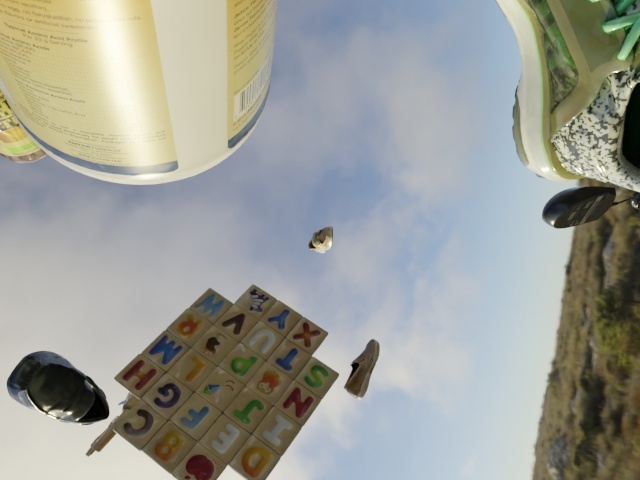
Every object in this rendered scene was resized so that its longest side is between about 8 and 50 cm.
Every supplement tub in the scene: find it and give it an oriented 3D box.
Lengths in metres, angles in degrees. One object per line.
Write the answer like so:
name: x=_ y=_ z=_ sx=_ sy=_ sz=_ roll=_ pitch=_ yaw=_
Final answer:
supplement tub: x=-0.138 y=-0.203 z=0.365 sx=0.316 sy=0.228 sz=0.228 roll=113 pitch=178 yaw=-65

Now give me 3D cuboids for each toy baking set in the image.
toy baking set: x=-0.403 y=0.342 z=1.130 sx=0.030 sy=0.197 sz=0.256 roll=46 pitch=-145 yaw=-8

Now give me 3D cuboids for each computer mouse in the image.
computer mouse: x=0.421 y=-0.066 z=0.778 sx=0.071 sy=0.242 sz=0.041 roll=100 pitch=154 yaw=-51

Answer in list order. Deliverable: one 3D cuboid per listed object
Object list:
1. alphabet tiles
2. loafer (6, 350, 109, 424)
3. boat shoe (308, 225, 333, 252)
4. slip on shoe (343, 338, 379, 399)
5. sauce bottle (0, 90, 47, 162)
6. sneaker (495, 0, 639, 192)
alphabet tiles: x=-0.146 y=0.223 z=0.885 sx=0.342 sy=0.285 sz=0.011 roll=-47 pitch=-18 yaw=-38
loafer: x=-0.353 y=0.210 z=0.753 sx=0.223 sy=0.078 sz=0.076 roll=92 pitch=-157 yaw=-63
boat shoe: x=0.000 y=0.000 z=1.323 sx=0.135 sy=0.045 sz=0.050 roll=121 pitch=152 yaw=-66
slip on shoe: x=0.081 y=0.247 z=1.070 sx=0.051 sy=0.041 sz=0.135 roll=-54 pitch=9 yaw=52
sauce bottle: x=-0.436 y=-0.213 z=0.674 sx=0.344 sy=0.111 sz=0.111 roll=102 pitch=-176 yaw=-73
sneaker: x=0.276 y=-0.208 z=0.502 sx=0.158 sy=0.182 sz=0.410 roll=-34 pitch=-53 yaw=-6
